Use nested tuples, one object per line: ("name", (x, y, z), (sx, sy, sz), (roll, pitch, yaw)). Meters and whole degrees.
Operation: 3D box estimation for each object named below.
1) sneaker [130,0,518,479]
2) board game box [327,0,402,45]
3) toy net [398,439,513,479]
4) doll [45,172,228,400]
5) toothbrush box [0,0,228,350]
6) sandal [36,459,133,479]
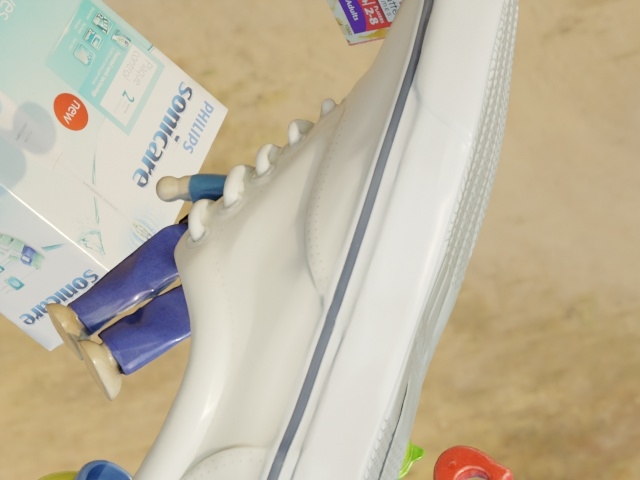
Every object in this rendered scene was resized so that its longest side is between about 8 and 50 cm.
("sneaker", (0.000, 0.000, 0.617), (0.091, 0.258, 0.094), (16, 159, 12))
("board game box", (0.013, -0.197, 0.723), (0.045, 0.147, 0.193), (-8, 125, 33))
("toy net", (0.080, 0.172, 0.824), (0.122, 0.232, 0.045), (-51, 153, -22))
("doll", (-0.056, 0.005, 1.008), (0.189, 0.129, 0.046), (-33, 136, -14))
("toothbrush box", (-0.243, -0.097, 1.406), (0.295, 0.216, 0.126), (42, 134, -19))
("sandal", (-0.061, 0.255, 1.172), (0.138, 0.317, 0.126), (-40, 171, 23))
